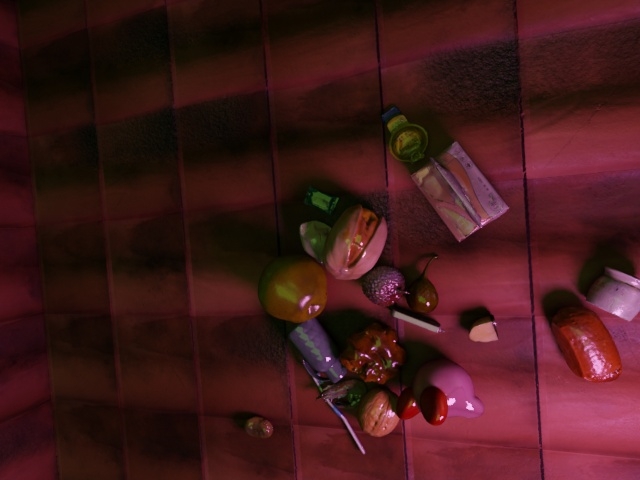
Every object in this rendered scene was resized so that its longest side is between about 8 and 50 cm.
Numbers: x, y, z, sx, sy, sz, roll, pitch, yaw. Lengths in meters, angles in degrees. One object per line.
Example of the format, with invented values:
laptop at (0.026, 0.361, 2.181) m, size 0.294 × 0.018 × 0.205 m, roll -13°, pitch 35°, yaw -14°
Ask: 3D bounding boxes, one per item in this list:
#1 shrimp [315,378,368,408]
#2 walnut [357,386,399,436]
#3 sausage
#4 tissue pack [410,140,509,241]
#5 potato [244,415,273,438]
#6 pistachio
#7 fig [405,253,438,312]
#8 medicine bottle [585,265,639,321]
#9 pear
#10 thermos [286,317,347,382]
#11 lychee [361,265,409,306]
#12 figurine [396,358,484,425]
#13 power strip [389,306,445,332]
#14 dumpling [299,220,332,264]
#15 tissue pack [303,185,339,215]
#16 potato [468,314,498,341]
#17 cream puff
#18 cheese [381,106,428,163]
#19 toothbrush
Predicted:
shrimp at (0.091, 0.659, 1.726) m, size 0.224 × 0.047 × 0.126 m, roll -16°, pitch 91°, yaw 5°
walnut at (0.232, 0.685, 1.634) m, size 0.165 × 0.165 × 0.197 m, roll 34°, pitch 97°, yaw 15°
sausage at (0.895, 0.347, 1.384) m, size 0.141 × 0.153 × 0.267 m, roll -25°, pitch 84°, yaw 0°
tissue pack at (0.494, -0.172, 1.462) m, size 0.239 × 0.238 × 0.305 m, roll -36°, pitch 81°, yaw 17°
potato at (-0.278, 0.850, 1.866) m, size 0.138 × 0.070 × 0.091 m, roll 7°, pitch 97°, yaw 20°
pistachio at (0.129, 0.014, 1.610) m, size 0.230 × 0.230 × 0.308 m, roll 24°, pitch 90°, yaw 17°
fig at (0.406, 0.162, 1.575) m, size 0.124 × 0.124 × 0.236 m, roll 15°, pitch 86°, yaw 18°
medicine bottle at (0.979, 0.172, 1.349) m, size 0.147 × 0.147 × 0.142 m, roll 27°, pitch 100°, yaw 16°
pear at (-0.114, 0.187, 1.675) m, size 0.295 × 0.294 × 0.294 m, roll 1°, pitch 93°, yaw 19°
thermos at (-0.015, 0.469, 1.718) m, size 0.182 × 0.145 × 0.286 m, roll -41°, pitch 81°, yaw 27°
lychee at (0.253, 0.179, 1.592) m, size 0.197 × 0.165 × 0.165 m, roll 25°, pitch 103°, yaw 52°
figurine at (0.437, 0.545, 1.508) m, size 0.262 × 0.270 × 0.211 m, roll 2°, pitch 73°, yaw -20°
power strip at (0.379, 0.312, 1.603) m, size 0.227 × 0.080 × 0.029 m, roll 19°, pitch 94°, yaw 17°
dumpling at (0.000, -0.002, 1.708) m, size 0.111 × 0.155 × 0.181 m, roll 28°, pitch 142°, yaw 50°
tissue pack at (0.003, -0.170, 1.739) m, size 0.138 × 0.028 × 0.085 m, roll 25°, pitch 104°, yaw 12°
potato at (0.602, 0.326, 1.530) m, size 0.103 × 0.066 × 0.096 m, roll -12°, pitch 114°, yaw 15°
cream puff at (0.208, 0.451, 1.624) m, size 0.269 × 0.155 × 0.240 m, roll -13°, pitch 86°, yaw -9°
cheese at (0.325, -0.411, 1.594) m, size 0.157 × 0.064 × 0.250 m, roll -30°, pitch 73°, yaw 17°
toothbrush at (0.075, 0.739, 1.753) m, size 0.040 × 0.040 × 0.386 m, roll -36°, pitch 79°, yaw 18°
